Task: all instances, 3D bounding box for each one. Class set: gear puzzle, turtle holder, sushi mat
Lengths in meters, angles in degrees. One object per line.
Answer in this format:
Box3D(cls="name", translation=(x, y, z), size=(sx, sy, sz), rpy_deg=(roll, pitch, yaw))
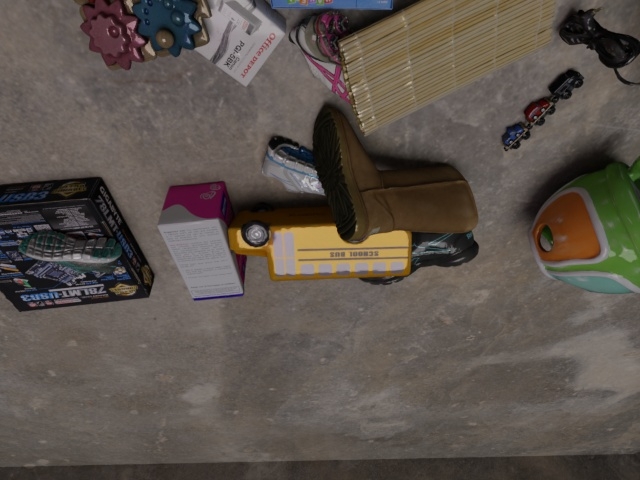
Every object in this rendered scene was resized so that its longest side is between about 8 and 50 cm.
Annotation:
Box3D(cls="gear puzzle", translation=(-0.250, -0.364, 0.432), size=(0.175, 0.044, 0.339), rpy_deg=(-6, 125, 16))
Box3D(cls="turtle holder", translation=(0.560, -0.017, 0.799), size=(0.227, 0.244, 0.320), rpy_deg=(-28, 173, 42))
Box3D(cls="sushi mat", translation=(0.181, -0.271, 0.567), size=(0.316, 0.019, 0.151), rpy_deg=(-26, 140, 2))

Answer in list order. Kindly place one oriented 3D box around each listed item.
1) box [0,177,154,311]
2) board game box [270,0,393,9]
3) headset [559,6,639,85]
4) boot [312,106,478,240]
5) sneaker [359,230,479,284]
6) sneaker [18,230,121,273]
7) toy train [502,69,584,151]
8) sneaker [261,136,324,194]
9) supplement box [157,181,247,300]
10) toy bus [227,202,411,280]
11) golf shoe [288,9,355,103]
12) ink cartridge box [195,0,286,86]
Box3D(cls="box", translation=(-0.532, 0.021, 0.822), size=(0.295, 0.073, 0.294), rpy_deg=(-6, 137, 0))
Box3D(cls="board game box", translation=(0.012, -0.369, 0.450), size=(0.160, 0.039, 0.212), rpy_deg=(3, 147, 4))
Box3D(cls="headset", translation=(0.549, -0.327, 0.546), size=(0.393, 0.185, 0.244), rpy_deg=(-24, 139, -2))
Box3D(cls="boot", translation=(0.131, -0.112, 0.710), size=(0.269, 0.236, 0.089), rpy_deg=(-7, 169, -30))
Box3D(cls="sneaker", translation=(0.196, 0.015, 0.884), size=(0.267, 0.101, 0.106), rpy_deg=(-18, 112, 15))
Box3D(cls="sneaker", translation=(-0.457, 0.032, 0.752), size=(0.166, 0.065, 0.076), rpy_deg=(10, 137, -14))
Box3D(cls="toy train", translation=(0.367, -0.216, 0.690), size=(0.036, 0.027, 0.158), rpy_deg=(22, 130, -20))
Box3D(cls="sneaker", translation=(-0.019, -0.113, 0.742), size=(0.190, 0.072, 0.083), rpy_deg=(25, 136, -16))
Box3D(cls="supplement box", translation=(-0.223, 0.007, 0.807), size=(0.113, 0.111, 0.220), rpy_deg=(-6, 136, 1))
Box3D(cls="toy bus", translation=(0.000, 0.000, 0.785), size=(0.332, 0.108, 0.130), rpy_deg=(-3, 115, 2))
Box3D(cls="golf shoe", translation=(0.031, -0.255, 0.606), size=(0.085, 0.068, 0.186), rpy_deg=(12, 161, 41))
Box3D(cls="ink cartridge box", translation=(-0.126, -0.292, 0.547), size=(0.135, 0.056, 0.099), rpy_deg=(29, 126, -30))
